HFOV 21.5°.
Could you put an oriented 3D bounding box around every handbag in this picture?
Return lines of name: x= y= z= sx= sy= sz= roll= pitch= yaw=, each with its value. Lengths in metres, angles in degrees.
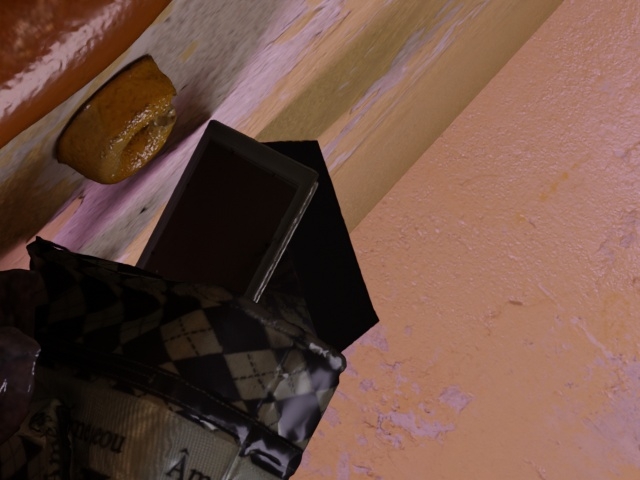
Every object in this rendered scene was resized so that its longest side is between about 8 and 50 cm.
handbag: x=-0.204 y=0.211 z=1.235 sx=0.317 sy=0.180 sz=0.416 roll=13 pitch=-108 yaw=48

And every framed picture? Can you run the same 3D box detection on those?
framed picture: x=-0.111 y=0.051 z=1.425 sx=0.296 sy=0.019 sz=0.232 roll=-62 pitch=-151 yaw=2

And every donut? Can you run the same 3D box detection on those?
donut: x=-0.141 y=-0.079 z=1.195 sx=0.097 sy=0.043 sz=0.108 roll=-45 pitch=171 yaw=-8

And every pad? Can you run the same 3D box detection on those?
pad: x=0.000 y=0.000 z=1.952 sx=0.007 sy=0.247 sz=0.367 roll=-19 pitch=-179 yaw=11

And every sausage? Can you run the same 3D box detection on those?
sausage: x=-0.136 y=-0.102 z=0.761 sx=0.238 sy=0.098 sz=0.098 roll=-41 pitch=174 yaw=-17

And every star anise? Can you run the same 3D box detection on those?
star anise: x=-0.280 y=0.134 z=1.154 sx=0.283 sy=0.129 sz=0.212 roll=-53 pitch=-161 yaw=-7

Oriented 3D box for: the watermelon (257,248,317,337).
watermelon: x=-0.083 y=0.075 z=1.968 sx=0.212 sy=0.212 sz=0.212 roll=-44 pitch=175 yaw=-5
